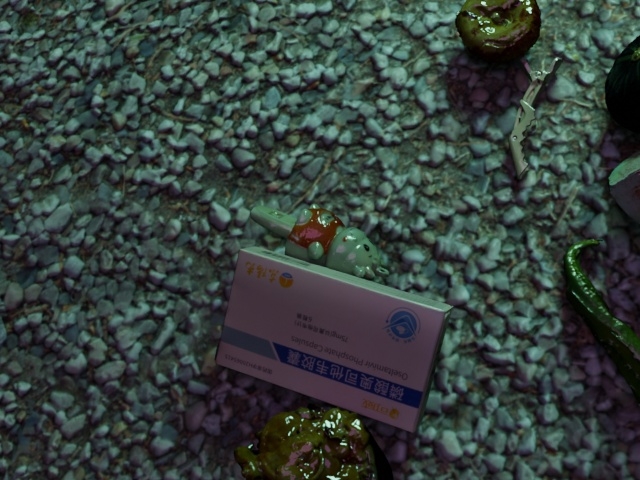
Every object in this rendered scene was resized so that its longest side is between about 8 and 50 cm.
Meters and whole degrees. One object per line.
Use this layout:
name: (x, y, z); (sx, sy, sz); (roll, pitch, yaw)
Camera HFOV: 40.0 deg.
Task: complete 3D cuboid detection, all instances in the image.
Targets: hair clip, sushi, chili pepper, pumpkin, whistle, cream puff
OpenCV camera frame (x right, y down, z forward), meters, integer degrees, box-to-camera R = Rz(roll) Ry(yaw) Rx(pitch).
hair clip: (0.341, -0.210, 1.472); (0.072, 0.034, 0.226); (15, 78, 20)
sushi: (-0.012, 0.344, 1.279); (0.213, 0.204, 0.200); (-33, 64, -5)
chili pepper: (0.460, 0.156, 1.310); (0.085, 0.076, 0.359); (-36, 66, 26)
pumpkin: (0.537, -0.252, 1.369); (0.150, 0.194, 0.194); (42, 85, 0)
whistle: (0.000, 0.001, 1.442); (0.253, 0.102, 0.106); (25, 82, 16)
cream puff: (0.306, -0.367, 1.505); (0.149, 0.084, 0.149); (-6, 68, 14)

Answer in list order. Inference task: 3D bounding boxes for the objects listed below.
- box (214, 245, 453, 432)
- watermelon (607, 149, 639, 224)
box: (0.014, 0.149, 1.371); (0.343, 0.065, 0.200); (17, 102, 17)
watermelon: (0.575, -0.104, 1.307); (0.305, 0.180, 0.224); (-24, 54, 6)
